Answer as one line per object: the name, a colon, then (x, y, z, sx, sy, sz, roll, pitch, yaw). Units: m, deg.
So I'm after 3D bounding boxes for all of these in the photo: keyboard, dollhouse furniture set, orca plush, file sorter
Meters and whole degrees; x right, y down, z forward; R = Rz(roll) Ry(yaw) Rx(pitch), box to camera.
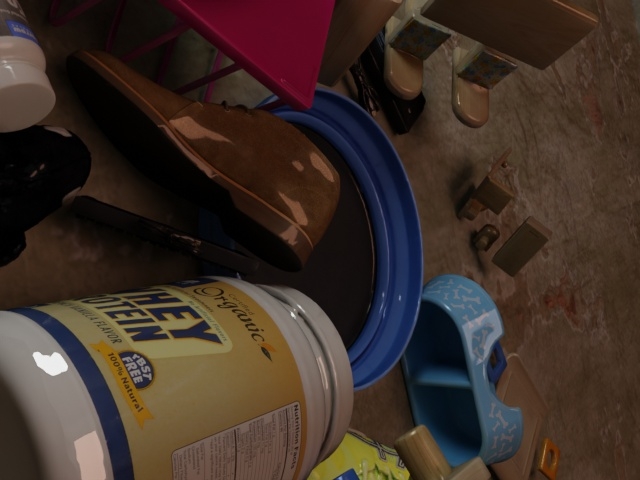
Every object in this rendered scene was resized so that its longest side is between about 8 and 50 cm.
keyboard: (-0.148, -0.003, 0.701, 0.180, 0.108, 0.023, 20, 89, -16)
keyboard: (0.069, -0.307, 1.137, 0.317, 0.033, 0.201, 61, 37, -21)
dollhouse furniture set: (0.182, -0.306, 0.978, 0.393, 0.362, 0.257, 17, 61, -21)
orca plush: (-0.293, -0.056, 0.581, 0.287, 0.102, 0.151, 3, 80, -50)
dollhouse furniture set: (0.346, -0.052, 1.331, 0.151, 0.144, 0.123, 38, 44, 6)
file sorter: (-0.149, -0.272, 0.741, 0.290, 0.182, 0.202, 33, 59, -41)

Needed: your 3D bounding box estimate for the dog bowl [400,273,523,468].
dog bowl: (0.198, 0.203, 1.089, 0.074, 0.165, 0.298, -16, 95, -40)

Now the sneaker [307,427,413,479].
sneaker: (0.092, 0.320, 0.937, 0.384, 0.147, 0.145, 25, 66, -43)

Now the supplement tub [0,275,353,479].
supplement tub: (-0.139, 0.151, 0.626, 0.316, 0.228, 0.229, -8, 89, -51)

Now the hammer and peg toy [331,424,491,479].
hammer and peg toy: (-0.028, 0.299, 0.609, 0.361, 0.266, 0.127, -14, 68, -49)

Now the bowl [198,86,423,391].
bowl: (0.000, 0.000, 0.950, 0.391, 0.077, 0.392, 15, 70, -48)

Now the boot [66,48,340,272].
boot: (-0.114, -0.102, 0.746, 0.305, 0.112, 0.115, 38, 67, -9)

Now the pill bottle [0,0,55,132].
pill bottle: (-0.277, -0.163, 0.607, 0.078, 0.078, 0.137, -11, 66, -51)

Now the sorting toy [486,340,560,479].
sorting toy: (0.340, 0.332, 1.322, 0.348, 0.047, 0.196, 55, 49, -27)
